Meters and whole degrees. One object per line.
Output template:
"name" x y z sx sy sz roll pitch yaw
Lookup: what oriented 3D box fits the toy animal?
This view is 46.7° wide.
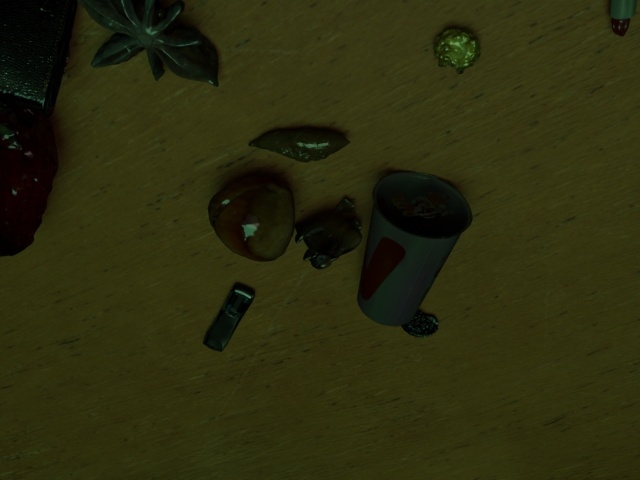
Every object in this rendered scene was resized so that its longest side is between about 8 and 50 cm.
"toy animal" 0.000 0.000 1.503 0.188 0.179 0.089 0 127 39

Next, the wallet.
"wallet" -0.555 -0.371 1.306 0.221 0.071 0.262 14 92 -2

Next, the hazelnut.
"hazelnut" -0.130 -0.053 1.489 0.182 0.182 0.182 3 125 4

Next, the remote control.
"remote control" -0.216 0.184 1.736 0.059 0.028 0.212 23 124 -11

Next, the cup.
"cup" 0.167 0.030 1.502 0.203 0.203 0.288 12 132 -2

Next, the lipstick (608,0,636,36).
"lipstick" 0.502 -0.421 1.220 0.063 0.057 0.186 -5 127 9

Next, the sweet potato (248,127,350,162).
"sweet potato" -0.044 -0.187 1.443 0.205 0.060 0.068 6 92 15

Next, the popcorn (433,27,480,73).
"popcorn" 0.241 -0.335 1.308 0.082 0.057 0.083 -12 119 7

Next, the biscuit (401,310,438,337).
"biscuit" 0.223 0.184 1.687 0.087 0.027 0.089 -7 123 12

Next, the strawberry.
"strawberry" -0.658 -0.117 1.437 0.295 0.318 0.345 -3 145 -8

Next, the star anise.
"star anise" -0.310 -0.374 1.317 0.257 0.111 0.198 12 142 7
